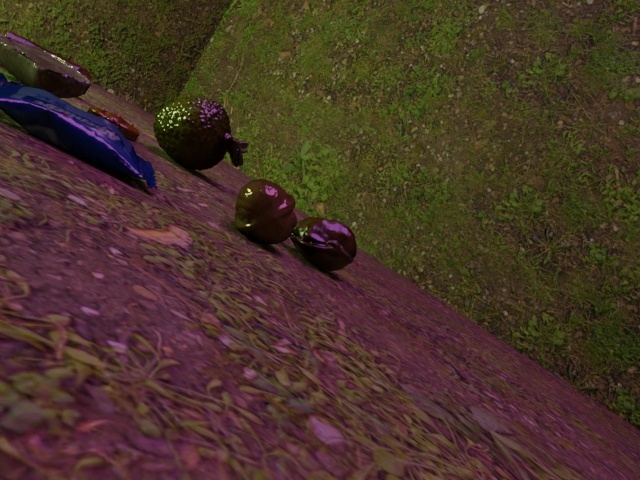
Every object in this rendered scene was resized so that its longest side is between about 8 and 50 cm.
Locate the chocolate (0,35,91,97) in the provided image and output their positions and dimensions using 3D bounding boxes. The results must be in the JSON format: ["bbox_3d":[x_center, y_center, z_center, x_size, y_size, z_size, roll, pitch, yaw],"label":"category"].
[{"bbox_3d":[-0.806,-0.487,1.437,0.303,0.100,0.185,36,20,19],"label":"chocolate"}]

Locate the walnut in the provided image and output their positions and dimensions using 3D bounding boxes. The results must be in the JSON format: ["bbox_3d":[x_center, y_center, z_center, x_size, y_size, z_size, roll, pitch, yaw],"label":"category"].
[{"bbox_3d":[-0.129,-0.066,1.165,0.166,0.149,0.166,59,-9,16],"label":"walnut"}]

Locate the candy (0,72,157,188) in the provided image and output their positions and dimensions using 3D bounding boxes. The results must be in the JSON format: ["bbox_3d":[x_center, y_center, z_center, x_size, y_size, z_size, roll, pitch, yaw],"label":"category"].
[{"bbox_3d":[-0.466,-0.209,0.967,0.331,0.077,0.187,27,13,-29],"label":"candy"}]

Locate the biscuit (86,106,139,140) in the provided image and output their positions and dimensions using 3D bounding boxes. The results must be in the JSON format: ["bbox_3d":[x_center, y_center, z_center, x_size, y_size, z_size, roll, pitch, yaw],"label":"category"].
[{"bbox_3d":[-0.658,-0.380,1.613,0.170,0.050,0.170,30,5,-3],"label":"biscuit"}]

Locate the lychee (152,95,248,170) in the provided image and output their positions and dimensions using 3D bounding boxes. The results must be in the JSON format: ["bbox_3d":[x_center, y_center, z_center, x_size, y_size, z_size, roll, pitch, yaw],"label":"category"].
[{"bbox_3d":[-0.424,-0.369,1.757,0.320,0.269,0.270,-4,-12,27],"label":"lychee"}]

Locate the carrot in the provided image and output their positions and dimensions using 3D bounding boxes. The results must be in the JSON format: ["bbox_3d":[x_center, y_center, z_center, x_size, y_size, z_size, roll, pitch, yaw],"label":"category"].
[{"bbox_3d":[-1.013,-0.651,1.878,0.302,0.114,0.114,24,8,-34],"label":"carrot"}]

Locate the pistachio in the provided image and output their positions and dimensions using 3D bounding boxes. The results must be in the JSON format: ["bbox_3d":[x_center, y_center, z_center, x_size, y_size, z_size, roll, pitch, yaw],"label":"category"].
[{"bbox_3d":[0.000,0.000,1.313,0.210,0.130,0.165,24,4,30],"label":"pistachio"}]

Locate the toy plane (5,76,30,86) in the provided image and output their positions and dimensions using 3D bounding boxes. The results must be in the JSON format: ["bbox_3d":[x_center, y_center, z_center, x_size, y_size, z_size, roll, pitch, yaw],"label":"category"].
[{"bbox_3d":[-0.745,-0.378,1.240,0.084,0.024,0.078,30,24,-14],"label":"toy plane"}]
